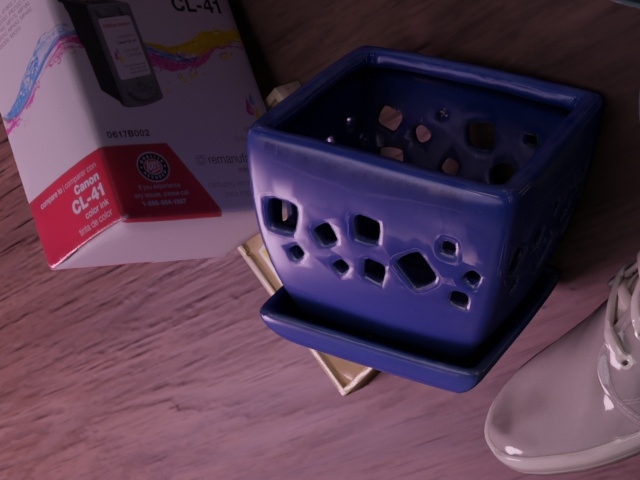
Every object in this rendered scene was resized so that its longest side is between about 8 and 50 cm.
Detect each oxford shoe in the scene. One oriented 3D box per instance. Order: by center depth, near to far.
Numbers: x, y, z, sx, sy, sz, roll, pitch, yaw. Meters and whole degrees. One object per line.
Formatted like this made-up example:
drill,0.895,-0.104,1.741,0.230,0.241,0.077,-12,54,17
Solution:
oxford shoe,0.286,0.045,1.259,0.130,0.169,0.449,36,131,-25

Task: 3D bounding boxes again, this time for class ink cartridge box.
ink cartridge box,-0.179,-0.138,1.534,0.131,0.226,0.306,-30,73,43

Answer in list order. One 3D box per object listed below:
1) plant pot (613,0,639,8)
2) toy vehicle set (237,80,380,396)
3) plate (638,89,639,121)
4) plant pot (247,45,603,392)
plant pot,0.286,-0.313,1.102,0.293,0.293,0.196,-30,58,42
toy vehicle set,0.000,0.000,1.590,0.267,0.035,0.166,54,131,13
plate,0.330,-0.096,1.283,0.188,0.024,0.188,14,113,38
plant pot,0.084,-0.015,1.366,0.236,0.236,0.212,16,121,22
